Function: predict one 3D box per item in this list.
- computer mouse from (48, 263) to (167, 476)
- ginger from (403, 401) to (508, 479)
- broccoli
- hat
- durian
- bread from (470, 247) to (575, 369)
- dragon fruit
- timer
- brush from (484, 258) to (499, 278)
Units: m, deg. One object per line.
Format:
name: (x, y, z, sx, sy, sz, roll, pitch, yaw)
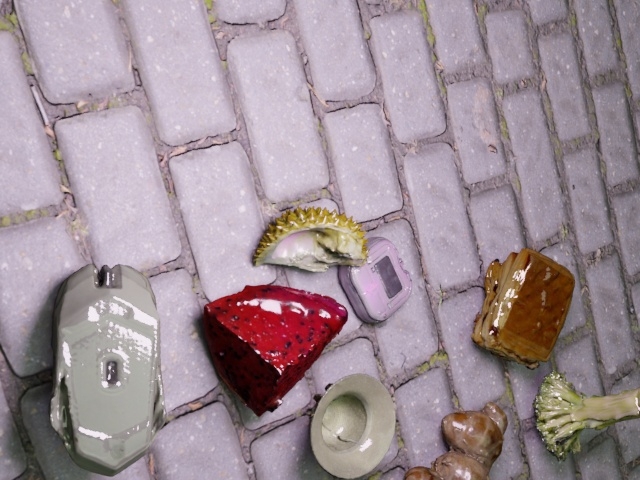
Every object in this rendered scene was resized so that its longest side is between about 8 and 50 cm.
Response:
computer mouse: (-0.443, 0.262, 1.505, 0.228, 0.145, 0.428, 3, 76, -26)
ginger: (0.401, 0.609, 2.036, 0.256, 0.176, 0.375, 40, 68, -9)
broccoli: (0.823, 0.498, 2.217, 0.221, 0.361, 0.252, 44, 29, -18)
hat: (0.050, 0.454, 1.828, 0.257, 0.130, 0.257, 1, 88, -34)
durian: (0.000, 0.000, 1.773, 0.306, 0.172, 0.166, 8, 89, -28)
bread: (0.588, 0.197, 2.166, 0.278, 0.167, 0.324, 26, 84, -31)
dragon fruit: (-0.069, 0.246, 1.694, 0.330, 0.240, 0.302, -21, 120, -25)
timer: (0.150, 0.104, 1.939, 0.191, 0.069, 0.208, -39, 108, -30)
brush: (0.519, 0.087, 2.216, 0.024, 0.008, 0.083, 49, 65, -24)
